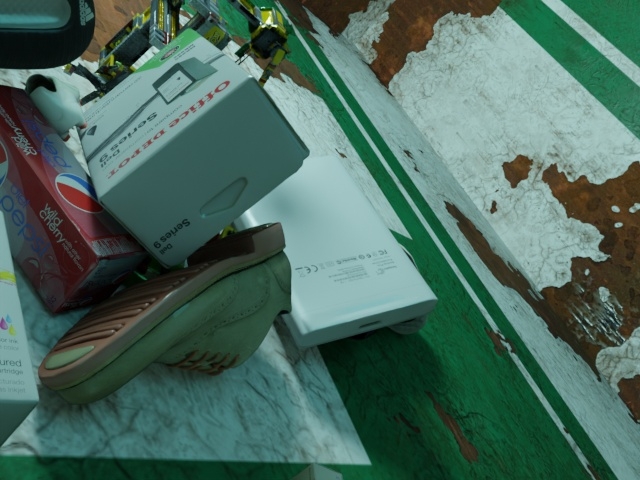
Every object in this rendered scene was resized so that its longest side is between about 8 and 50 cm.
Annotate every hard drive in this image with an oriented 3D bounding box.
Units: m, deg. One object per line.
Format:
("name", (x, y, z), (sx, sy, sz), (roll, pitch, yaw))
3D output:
("hard drive", (0.000, 0.000, 1.081), (0.233, 0.047, 0.353), (-11, 50, -25))

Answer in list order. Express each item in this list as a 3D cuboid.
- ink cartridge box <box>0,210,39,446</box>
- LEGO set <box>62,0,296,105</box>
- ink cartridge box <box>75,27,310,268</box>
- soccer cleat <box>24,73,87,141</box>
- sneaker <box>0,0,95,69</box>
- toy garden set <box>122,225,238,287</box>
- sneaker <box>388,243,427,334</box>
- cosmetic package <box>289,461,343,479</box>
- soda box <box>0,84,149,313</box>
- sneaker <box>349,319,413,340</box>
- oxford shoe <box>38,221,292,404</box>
("ink cartridge box", (-0.327, 0.058, 0.518), (0.154, 0.093, 0.212), (20, 31, -47))
("LEGO set", (-0.205, -0.268, 1.046), (0.255, 0.331, 0.192), (44, 25, -43))
("ink cartridge box", (-0.169, -0.127, 0.814), (0.121, 0.211, 0.289), (52, -3, -35))
("soccer cleat", (-0.354, -0.189, 0.875), (0.076, 0.068, 0.196), (56, -10, -34))
("sneaker", (-0.507, -0.252, 0.722), (0.447, 0.169, 0.257), (-9, 18, -42))
("toy garden set", (-0.185, 0.008, 0.927), (0.204, 0.049, 0.244), (37, 23, -22))
("sneaker", (0.089, 0.035, 1.292), (0.321, 0.126, 0.127), (51, 23, -17))
("cosmetic package", (-0.027, 0.274, 0.650), (0.041, 0.115, 0.060), (34, 24, -29))
("soda box", (-0.313, -0.051, 0.736), (0.263, 0.092, 0.083), (50, 19, 12))
("sneaker", (0.075, 0.127, 1.146), (0.283, 0.107, 0.124), (16, 39, -36))
("oxford shoe", (-0.133, 0.095, 0.757), (0.397, 0.140, 0.146), (-33, 107, -56))
